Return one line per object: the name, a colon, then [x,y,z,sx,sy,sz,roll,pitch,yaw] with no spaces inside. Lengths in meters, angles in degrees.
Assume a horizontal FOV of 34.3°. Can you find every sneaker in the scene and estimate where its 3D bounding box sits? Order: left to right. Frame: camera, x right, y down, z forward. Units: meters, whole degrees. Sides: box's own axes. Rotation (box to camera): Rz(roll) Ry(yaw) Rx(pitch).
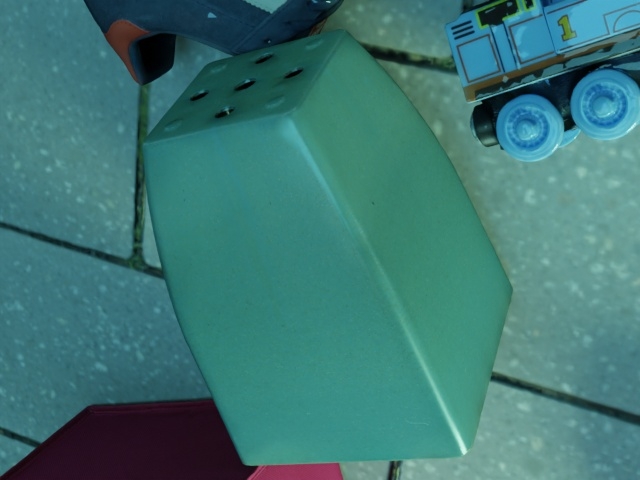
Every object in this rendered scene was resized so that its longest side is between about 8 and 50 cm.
sneaker: [-0.004,-0.181,0.665,0.350,0.131,0.148,-5,114,32]

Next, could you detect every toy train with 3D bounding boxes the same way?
toy train: [0.169,-0.115,0.629,0.184,0.080,0.105,-16,96,29]

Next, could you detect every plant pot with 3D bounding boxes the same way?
plant pot: [0.000,0.000,0.663,0.165,0.165,0.234,-8,124,27]

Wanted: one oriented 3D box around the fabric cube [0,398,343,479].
fabric cube: [-0.124,0.295,0.822,0.259,0.254,0.258,-8,106,28]
